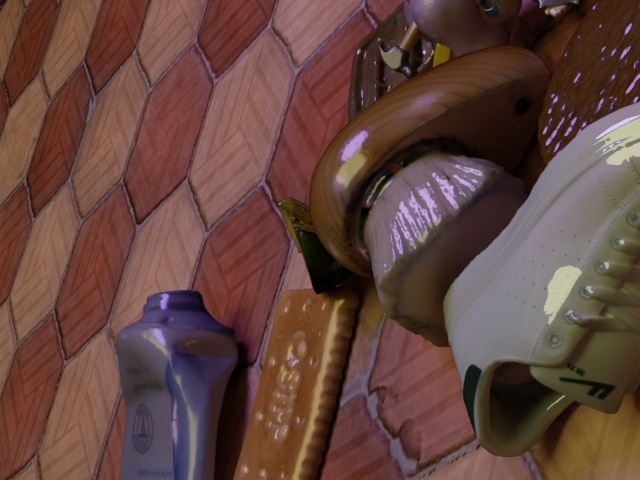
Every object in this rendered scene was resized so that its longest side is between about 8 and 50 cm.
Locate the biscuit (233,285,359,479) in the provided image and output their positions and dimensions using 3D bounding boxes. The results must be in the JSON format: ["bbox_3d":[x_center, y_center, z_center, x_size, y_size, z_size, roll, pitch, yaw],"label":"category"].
[{"bbox_3d":[-0.031,0.168,1.677,0.160,0.030,0.249,-6,67,61],"label":"biscuit"}]

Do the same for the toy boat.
[{"bbox_3d":[0.105,-0.191,1.634,0.188,0.061,0.116,-37,40,48],"label":"toy boat"}]

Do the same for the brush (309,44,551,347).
[{"bbox_3d":[0.126,-0.053,1.410,0.266,0.174,0.166,-48,45,1],"label":"brush"}]

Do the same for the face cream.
[{"bbox_3d":[-0.176,0.266,1.830,0.235,0.137,0.420,-12,73,58],"label":"face cream"}]

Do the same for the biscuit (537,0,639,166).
[{"bbox_3d":[0.269,-0.158,1.281,0.262,0.037,0.262,-49,21,27],"label":"biscuit"}]

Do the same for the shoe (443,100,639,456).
[{"bbox_3d":[0.215,0.037,1.198,0.363,0.132,0.160,-47,35,44],"label":"shoe"}]

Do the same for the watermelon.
[{"bbox_3d":[0.011,-0.001,1.652,0.075,0.092,0.181,-23,10,-2],"label":"watermelon"}]

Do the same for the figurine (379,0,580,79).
[{"bbox_3d":[0.156,-0.239,1.483,0.229,0.137,0.112,-25,9,28],"label":"figurine"}]
